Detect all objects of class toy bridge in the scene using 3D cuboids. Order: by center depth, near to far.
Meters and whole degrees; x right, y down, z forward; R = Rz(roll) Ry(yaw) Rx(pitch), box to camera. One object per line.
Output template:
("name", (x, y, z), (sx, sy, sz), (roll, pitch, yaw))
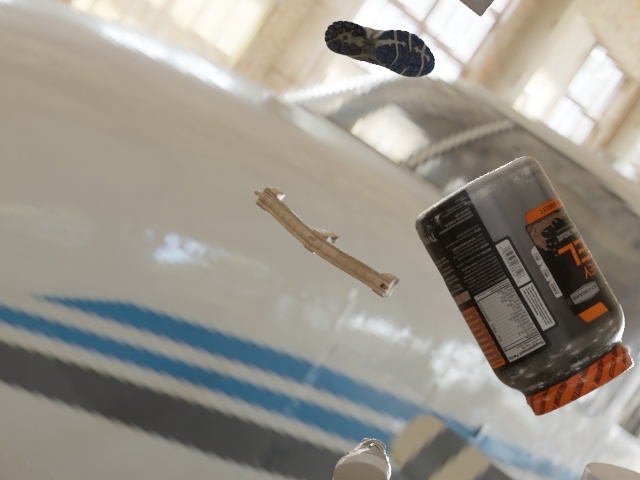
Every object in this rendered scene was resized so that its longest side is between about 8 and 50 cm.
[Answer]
("toy bridge", (0.000, 0.000, 1.793), (0.188, 0.026, 0.063), (36, 10, 14))

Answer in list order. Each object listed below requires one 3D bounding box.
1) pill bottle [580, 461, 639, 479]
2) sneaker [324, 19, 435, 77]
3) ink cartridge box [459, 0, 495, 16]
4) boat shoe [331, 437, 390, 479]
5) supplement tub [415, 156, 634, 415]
("pill bottle", (0.311, 0.361, 1.798), (0.119, 0.208, 0.119), (16, 8, -2))
("sneaker", (0.072, -0.229, 1.921), (0.135, 0.052, 0.058), (19, 2, 0))
("ink cartridge box", (0.092, -0.213, 1.091), (0.104, 0.060, 0.180), (40, 21, -2))
("boat shoe", (0.056, 0.276, 1.998), (0.066, 0.063, 0.184), (21, -21, 5))
("supplement tub", (0.299, 0.068, 2.336), (0.338, 0.207, 0.207), (61, 4, 4))
